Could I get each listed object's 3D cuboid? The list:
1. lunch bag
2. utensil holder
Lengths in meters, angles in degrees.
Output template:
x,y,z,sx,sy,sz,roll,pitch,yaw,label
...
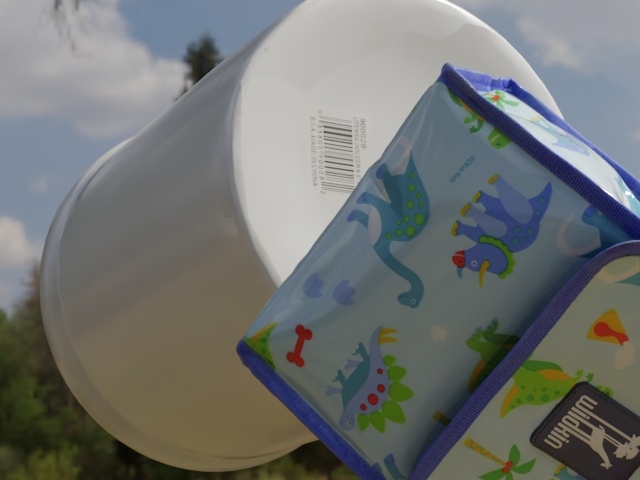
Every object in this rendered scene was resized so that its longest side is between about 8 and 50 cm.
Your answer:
x,y,z,sx,sy,sz,roll,pitch,yaw,label
0.069,0.036,0.459,0.129,0.151,0.096,-53,-16,18,lunch bag
-0.016,0.005,1.125,0.327,0.328,0.385,3,-16,-29,utensil holder
